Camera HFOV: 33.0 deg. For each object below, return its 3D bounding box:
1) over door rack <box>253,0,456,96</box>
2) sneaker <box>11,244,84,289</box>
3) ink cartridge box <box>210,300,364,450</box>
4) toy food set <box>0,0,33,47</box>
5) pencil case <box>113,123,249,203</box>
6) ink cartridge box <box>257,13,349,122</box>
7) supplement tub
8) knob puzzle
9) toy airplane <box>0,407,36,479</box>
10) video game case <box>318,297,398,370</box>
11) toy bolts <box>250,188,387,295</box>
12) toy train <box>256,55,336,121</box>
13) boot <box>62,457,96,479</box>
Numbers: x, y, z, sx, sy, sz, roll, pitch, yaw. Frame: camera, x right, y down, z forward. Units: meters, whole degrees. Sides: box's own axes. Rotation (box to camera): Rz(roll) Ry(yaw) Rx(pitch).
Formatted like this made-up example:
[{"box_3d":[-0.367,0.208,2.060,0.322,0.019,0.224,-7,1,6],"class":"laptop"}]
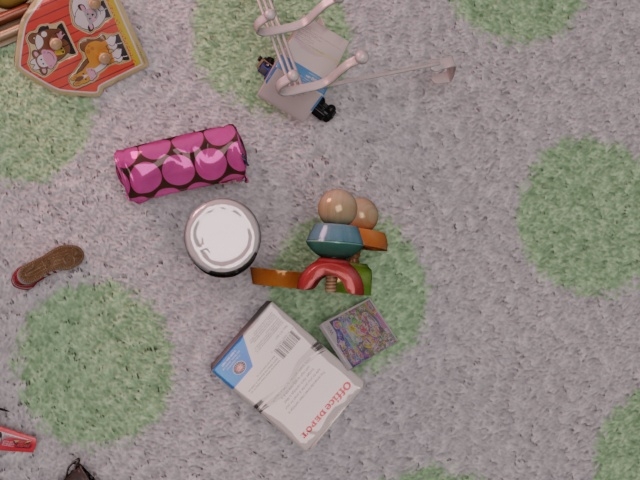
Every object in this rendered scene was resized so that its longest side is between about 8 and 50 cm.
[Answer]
[{"box_3d":[0.050,-0.359,1.688,0.324,0.108,0.239,-10,70,-28],"class":"over door rack"},{"box_3d":[-0.440,0.043,1.727,0.118,0.067,0.042,-24,89,-38],"class":"sneaker"},{"box_3d":[-0.054,0.217,1.743,0.203,0.086,0.148,42,83,-5],"class":"ink cartridge box"},{"box_3d":[-0.530,-0.422,1.699,0.306,0.092,0.220,-24,92,-8],"class":"toy food set"},{"box_3d":[-0.222,-0.120,1.734,0.209,0.095,0.098,-12,105,-5],"class":"pencil case"},{"box_3d":[-0.024,-0.283,1.737,0.090,0.092,0.143,30,58,-9],"class":"ink cartridge box"},{"box_3d":[-0.152,-0.001,1.683,0.117,0.190,0.117,0,87,-5],"class":"supplement tub"},{"box_3d":[-0.390,-0.311,1.703,0.213,0.030,0.213,-9,115,-20],"class":"knob puzzle"},{"box_3d":[-0.526,0.334,1.708,0.151,0.028,0.151,0,88,-6],"class":"toy airplane"},{"box_3d":[0.063,0.151,1.757,0.122,0.011,0.087,-25,77,-42],"class":"video game case"},{"box_3d":[0.000,0.000,1.694,0.218,0.228,0.158,6,88,1],"class":"toy bolts"},{"box_3d":[-0.043,-0.249,1.785,0.158,0.027,0.036,37,55,-4],"class":"toy train"},{"box_3d":[-0.394,0.505,1.690,0.229,0.091,0.263,-32,93,-9],"class":"boot"}]
